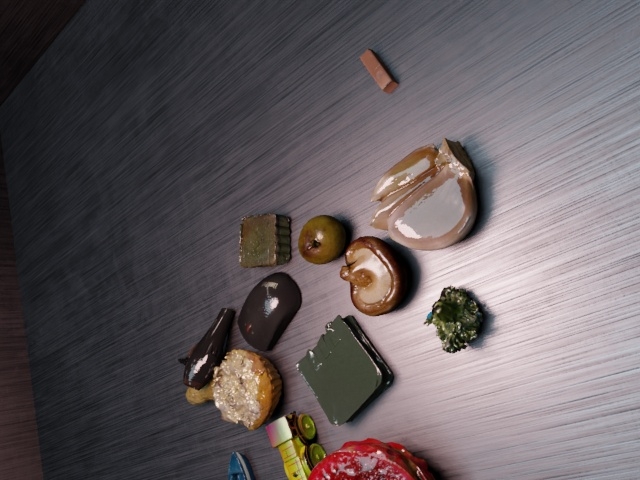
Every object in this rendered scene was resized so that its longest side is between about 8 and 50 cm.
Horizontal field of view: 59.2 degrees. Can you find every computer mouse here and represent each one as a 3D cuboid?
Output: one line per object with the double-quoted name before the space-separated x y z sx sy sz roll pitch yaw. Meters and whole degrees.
"computer mouse" -0.184 0.235 1.885 0.170 0.100 0.269 44 112 34

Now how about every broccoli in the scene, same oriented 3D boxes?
"broccoli" 0.333 0.197 1.446 0.154 0.160 0.167 26 84 54

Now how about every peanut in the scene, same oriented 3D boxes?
"peanut" -0.398 0.527 2.031 0.229 0.098 0.103 -28 90 30

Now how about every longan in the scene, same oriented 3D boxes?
"longan" 0.000 0.000 1.718 0.145 0.176 0.155 9 107 23

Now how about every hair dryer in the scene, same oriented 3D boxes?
"hair dryer" -0.451 0.399 2.072 0.359 0.120 0.304 -23 42 54

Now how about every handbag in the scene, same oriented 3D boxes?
"handbag" 0.064 0.388 1.692 0.247 0.079 0.260 -51 58 23

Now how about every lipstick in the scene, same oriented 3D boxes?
"lipstick" 0.176 -0.512 1.700 0.045 0.045 0.145 -42 62 26

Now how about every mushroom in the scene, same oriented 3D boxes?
"mushroom" 0.163 0.100 1.615 0.194 0.138 0.231 1 98 25

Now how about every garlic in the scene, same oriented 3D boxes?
"garlic" 0.292 -0.104 1.520 0.325 0.132 0.279 -46 60 23

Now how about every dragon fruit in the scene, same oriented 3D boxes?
"dragon fruit" 0.148 0.701 1.500 0.371 0.249 0.386 14 99 22

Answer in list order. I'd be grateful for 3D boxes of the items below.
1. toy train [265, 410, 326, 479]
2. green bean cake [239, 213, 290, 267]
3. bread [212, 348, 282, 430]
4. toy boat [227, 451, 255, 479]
"toy train" -0.054 0.669 1.711 0.100 0.160 0.296 -36 65 23
"green bean cake" -0.188 0.004 1.910 0.173 0.094 0.181 -7 81 37
"bread" -0.236 0.489 1.875 0.274 0.149 0.274 2 93 41
"toy boat" -0.257 0.867 1.911 0.096 0.061 0.299 -21 74 36
